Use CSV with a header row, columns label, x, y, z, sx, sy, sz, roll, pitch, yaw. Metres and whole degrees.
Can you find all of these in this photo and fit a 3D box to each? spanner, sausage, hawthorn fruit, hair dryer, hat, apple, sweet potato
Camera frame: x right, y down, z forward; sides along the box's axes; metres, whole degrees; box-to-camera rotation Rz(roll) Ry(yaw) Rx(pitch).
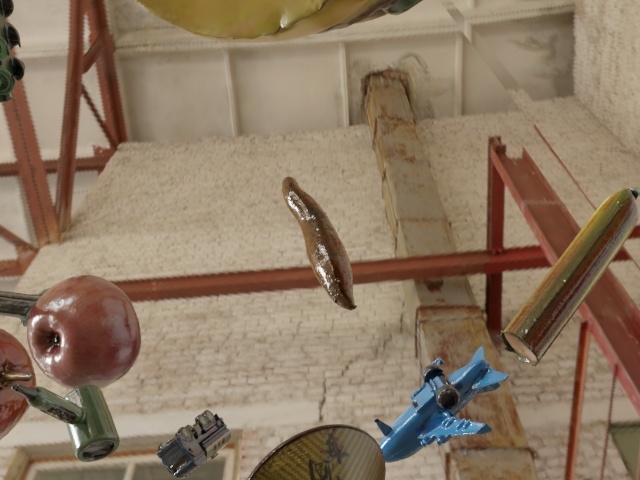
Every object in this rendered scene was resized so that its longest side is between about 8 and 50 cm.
label,x,y,z,sx,sy,sz,roll,pitch,yaw
spanner,-0.425,0.081,1.042,0.017,0.302,0.071,40,-91,10
sausage,0.420,0.042,1.300,0.371,0.082,0.082,-47,-67,-19
hawthorn fruit,-0.693,0.295,1.604,0.330,0.287,0.287,-15,-62,28
hair dryer,-0.263,0.170,0.806,0.047,0.071,0.150,-36,-35,2
hat,0.008,0.303,0.876,0.193,0.082,0.193,-11,-65,-24
apple,-0.308,0.121,1.040,0.153,0.120,0.154,6,-79,37
sweet potato,0.000,0.001,1.145,0.057,0.265,0.057,-13,-43,-13

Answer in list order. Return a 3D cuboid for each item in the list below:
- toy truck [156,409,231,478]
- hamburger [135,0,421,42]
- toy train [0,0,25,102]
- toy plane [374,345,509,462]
label,x,y,z,sx,sy,sz,roll,pitch,yaw
toy truck,-0.246,0.404,1.592,0.074,0.201,0.088,-38,-96,15
hamburger,-0.022,-0.366,0.734,0.395,0.277,0.396,11,-66,27
toy train,-0.463,-0.268,1.073,0.111,0.071,0.171,2,-58,1
toy plane,0.203,0.296,1.419,0.271,0.254,0.105,-35,-70,1
